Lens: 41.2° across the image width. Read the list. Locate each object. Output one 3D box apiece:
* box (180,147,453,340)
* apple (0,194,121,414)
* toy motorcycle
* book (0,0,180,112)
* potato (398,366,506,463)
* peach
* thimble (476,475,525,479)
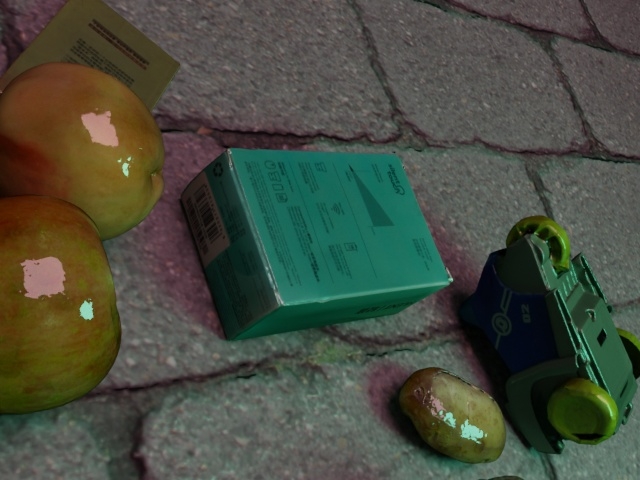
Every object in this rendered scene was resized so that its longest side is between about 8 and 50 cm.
[{"bbox_3d":[0.000,0.000,1.075,0.311,0.118,0.205,-5,69,-44],"label":"box"},{"bbox_3d":[-0.266,0.057,0.739,0.196,0.196,0.196,23,49,-30],"label":"apple"},{"bbox_3d":[0.320,0.129,1.243,0.191,0.200,0.326,-36,101,-49],"label":"toy motorcycle"},{"bbox_3d":[-0.275,-0.194,1.023,0.161,0.026,0.231,38,44,-18],"label":"book"},{"bbox_3d":[0.171,0.228,1.107,0.170,0.080,0.107,26,56,-24],"label":"potato"},{"bbox_3d":[-0.243,-0.085,0.859,0.184,0.184,0.184,23,49,-30],"label":"peach"},{"bbox_3d":[0.182,0.363,0.921,0.150,0.219,0.219,44,42,-10],"label":"thimble"}]
